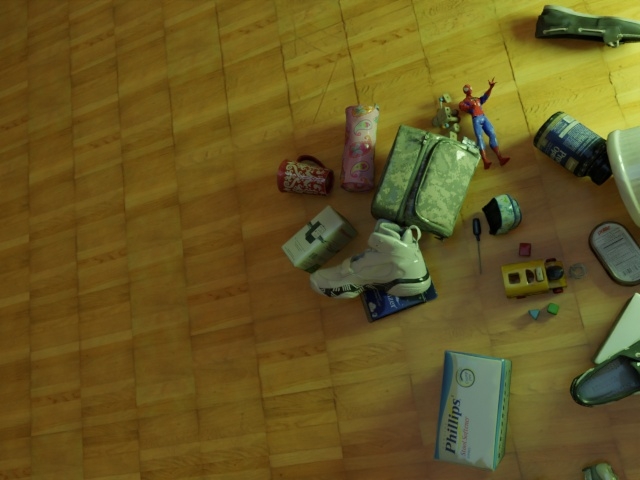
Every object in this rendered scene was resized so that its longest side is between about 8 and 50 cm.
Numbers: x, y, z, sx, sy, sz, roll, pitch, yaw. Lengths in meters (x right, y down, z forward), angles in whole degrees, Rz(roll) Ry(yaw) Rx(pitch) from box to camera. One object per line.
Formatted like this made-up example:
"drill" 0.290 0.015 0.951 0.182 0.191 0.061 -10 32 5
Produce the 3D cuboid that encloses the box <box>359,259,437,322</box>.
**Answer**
"box" 0.232 0.151 1.733 0.225 0.036 0.136 -23 70 15

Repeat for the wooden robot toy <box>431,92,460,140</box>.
"wooden robot toy" 0.392 -0.376 1.784 0.079 0.076 0.173 -29 64 52

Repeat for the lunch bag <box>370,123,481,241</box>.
"lunch bag" 0.315 -0.173 1.687 0.256 0.212 0.305 20 86 8

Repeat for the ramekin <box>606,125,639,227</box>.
"ramekin" 0.839 -0.172 1.419 0.127 0.273 0.272 -20 70 39

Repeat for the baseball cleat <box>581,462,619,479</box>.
"baseball cleat" 0.727 0.669 1.409 0.109 0.072 0.206 -31 63 28

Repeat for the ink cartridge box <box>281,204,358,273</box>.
"ink cartridge box" 0.000 0.000 1.796 0.208 0.153 0.087 -41 66 8

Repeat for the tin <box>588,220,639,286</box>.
"tin" 0.812 0.034 1.527 0.106 0.040 0.189 -30 69 9

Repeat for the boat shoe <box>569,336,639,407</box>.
"boat shoe" 0.730 0.303 1.308 0.302 0.091 0.114 -38 68 12

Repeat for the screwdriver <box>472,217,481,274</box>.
"screwdriver" 0.474 0.016 1.677 0.025 0.024 0.170 -6 81 -9

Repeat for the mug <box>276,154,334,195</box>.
"mug" -0.043 -0.223 1.888 0.169 0.113 0.150 11 84 20

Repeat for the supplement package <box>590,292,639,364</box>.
"supplement package" 0.851 0.286 1.393 0.262 0.145 0.204 31 91 24

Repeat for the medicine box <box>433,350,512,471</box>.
"medicine box" 0.403 0.430 1.460 0.149 0.289 0.263 4 80 23

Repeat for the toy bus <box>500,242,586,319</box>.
"toy bus" 0.600 0.101 1.557 0.191 0.104 0.202 36 93 24

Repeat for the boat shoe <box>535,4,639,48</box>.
"boat shoe" 0.797 -0.606 1.645 0.335 0.112 0.095 27 106 30

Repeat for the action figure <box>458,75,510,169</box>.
"action figure" 0.493 -0.371 1.689 0.091 0.139 0.280 -14 69 -7

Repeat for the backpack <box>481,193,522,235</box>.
"backpack" 0.528 -0.079 1.621 0.084 0.114 0.105 -12 71 -1

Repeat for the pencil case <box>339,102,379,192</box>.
"pencil case" 0.130 -0.300 1.832 0.124 0.124 0.284 1 78 22

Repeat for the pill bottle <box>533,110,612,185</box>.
"pill bottle" 0.723 -0.256 1.578 0.123 0.123 0.219 -48 65 6

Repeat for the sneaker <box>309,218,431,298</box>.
"sneaker" 0.134 0.052 1.658 0.366 0.137 0.210 -2 112 18
